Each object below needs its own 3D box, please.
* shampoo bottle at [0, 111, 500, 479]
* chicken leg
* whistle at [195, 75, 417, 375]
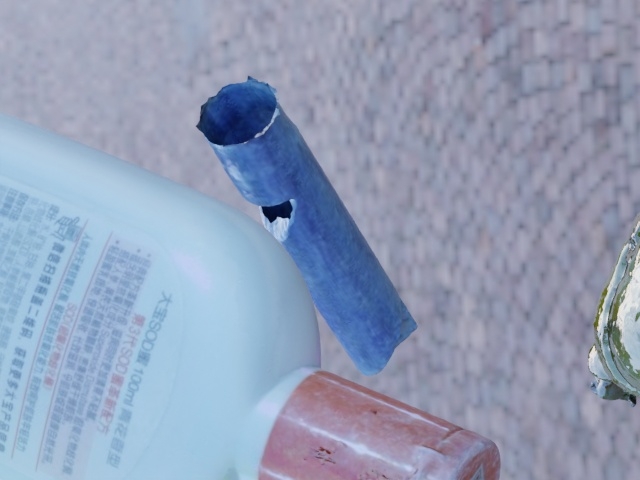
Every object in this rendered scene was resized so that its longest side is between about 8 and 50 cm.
[{"bbox_3d":[-0.055,0.035,0.549,0.221,0.051,0.108,21,95,24],"label":"shampoo bottle"},{"bbox_3d":[0.176,0.034,0.946,0.227,0.088,0.103,93,-179,-81],"label":"chicken leg"},{"bbox_3d":[0.000,0.000,1.388,0.304,0.062,0.062,58,-171,-48],"label":"whistle"}]
